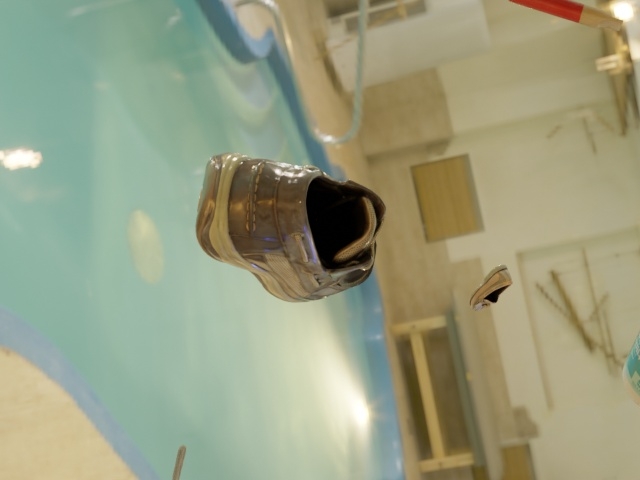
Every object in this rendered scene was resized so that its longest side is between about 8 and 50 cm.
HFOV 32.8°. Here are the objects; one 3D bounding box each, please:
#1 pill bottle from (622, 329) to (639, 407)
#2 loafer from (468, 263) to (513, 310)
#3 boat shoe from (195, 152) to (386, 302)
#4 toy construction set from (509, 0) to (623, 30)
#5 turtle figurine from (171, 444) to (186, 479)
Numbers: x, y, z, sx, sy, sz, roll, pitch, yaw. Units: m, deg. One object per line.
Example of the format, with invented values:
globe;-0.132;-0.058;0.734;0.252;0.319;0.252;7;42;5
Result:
pill bottle;0.558;0.148;1.640;0.264;0.146;0.146;94;-5;-49
loafer;0.291;0.090;1.857;0.039;0.045;0.125;60;-31;26
boat shoe;0.000;0.000;1.144;0.355;0.130;0.132;18;77;-66
toy construction set;0.358;-0.361;1.193;0.309;0.237;0.257;100;13;-51
turtle figurine;-0.054;0.320;0.755;0.266;0.198;0.274;-65;-168;-4
